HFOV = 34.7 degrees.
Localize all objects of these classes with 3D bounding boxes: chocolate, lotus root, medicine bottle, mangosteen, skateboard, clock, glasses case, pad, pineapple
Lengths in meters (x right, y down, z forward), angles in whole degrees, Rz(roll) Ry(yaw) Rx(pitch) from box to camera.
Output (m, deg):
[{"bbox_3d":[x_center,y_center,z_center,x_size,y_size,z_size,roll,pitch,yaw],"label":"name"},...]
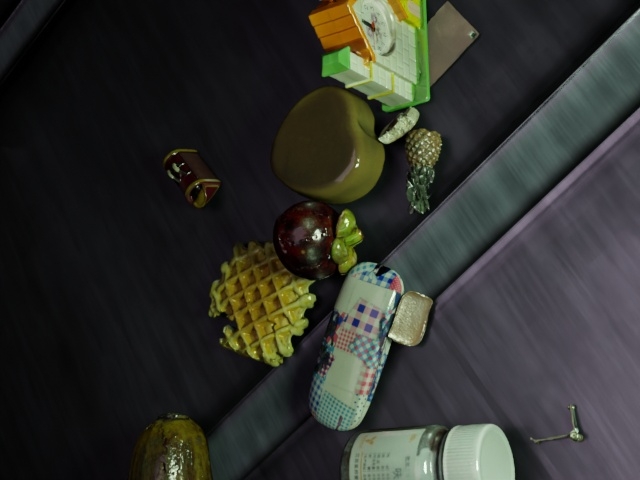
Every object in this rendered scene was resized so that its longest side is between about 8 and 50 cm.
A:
[{"bbox_3d":[0.167,0.145,1.916,0.064,0.031,0.100,16,89,-2],"label":"chocolate"},{"bbox_3d":[-0.305,0.555,2.096,0.196,0.179,0.397,-22,65,48],"label":"lotus root"},{"bbox_3d":[0.183,0.403,1.782,0.273,0.165,0.165,-11,75,34],"label":"medicine bottle"},{"bbox_3d":[0.000,0.000,1.989,0.180,0.166,0.166,0,81,24],"label":"mangosteen"},{"bbox_3d":[0.397,0.316,1.736,0.083,0.032,0.064,-20,60,29],"label":"skateboard"},{"bbox_3d":[0.094,-0.386,1.930,0.106,0.255,0.219,-11,74,35],"label":"clock"},{"bbox_3d":[0.067,0.202,1.955,0.125,0.076,0.327,19,92,38],"label":"glasses case"},{"bbox_3d":[0.215,-0.365,2.001,0.188,0.006,0.113,-47,57,19],"label":"pad"},{"bbox_3d":[0.190,-0.129,1.937,0.074,0.074,0.159,4,86,35],"label":"pineapple"}]

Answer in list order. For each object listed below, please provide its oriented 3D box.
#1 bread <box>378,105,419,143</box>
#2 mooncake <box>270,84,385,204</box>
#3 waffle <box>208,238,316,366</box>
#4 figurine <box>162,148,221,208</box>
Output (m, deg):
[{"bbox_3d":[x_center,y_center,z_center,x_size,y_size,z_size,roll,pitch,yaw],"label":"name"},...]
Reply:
[{"bbox_3d":[0.152,-0.222,1.983,0.083,0.070,0.035,-38,101,29],"label":"bread"},{"bbox_3d":[0.013,-0.178,2.039,0.235,0.117,0.234,-8,76,36],"label":"mooncake"},{"bbox_3d":[-0.126,0.122,2.119,0.261,0.056,0.250,20,93,38],"label":"waffle"},{"bbox_3d":[-0.290,-0.137,2.256,0.082,0.098,0.154,-48,56,14],"label":"figurine"}]
